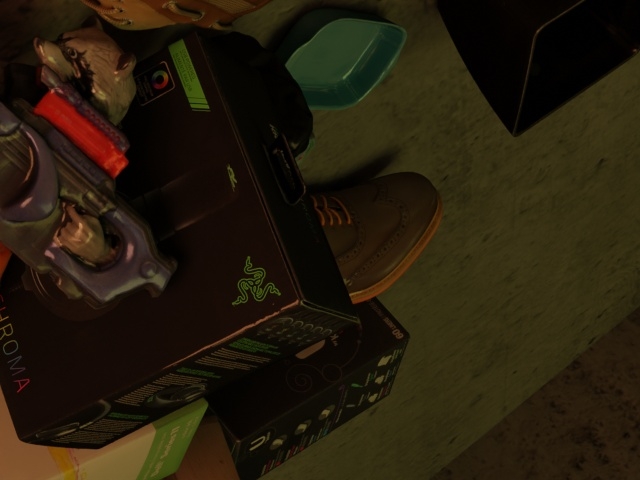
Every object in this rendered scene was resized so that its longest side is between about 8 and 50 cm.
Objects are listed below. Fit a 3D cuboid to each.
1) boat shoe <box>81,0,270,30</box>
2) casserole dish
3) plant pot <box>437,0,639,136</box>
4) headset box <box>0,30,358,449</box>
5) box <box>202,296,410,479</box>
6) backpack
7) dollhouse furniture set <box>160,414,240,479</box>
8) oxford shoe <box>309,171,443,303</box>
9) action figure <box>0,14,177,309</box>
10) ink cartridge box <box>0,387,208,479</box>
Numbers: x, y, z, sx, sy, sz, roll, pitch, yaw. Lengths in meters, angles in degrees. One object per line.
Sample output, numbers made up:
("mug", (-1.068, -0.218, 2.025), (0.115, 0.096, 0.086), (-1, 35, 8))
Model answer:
("boat shoe", (-0.128, -0.210, 1.153), (0.120, 0.122, 0.324), (-46, 158, 23))
("casserole dish", (0.012, -0.184, 1.531), (0.188, 0.037, 0.114), (-6, 138, -56))
("plant pot", (0.223, -0.255, 1.580), (0.188, 0.167, 0.187), (-35, 156, -19))
("headset box", (-0.134, 0.002, 1.252), (0.283, 0.246, 0.131), (-26, 162, 16))
("box", (-0.050, 0.159, 1.872), (0.270, 0.165, 0.143), (-30, 153, -29))
("backpack", (-0.078, -0.092, 1.417), (0.115, 0.152, 0.182), (-20, 161, -27))
("dollhouse furniture set", (-0.268, 0.378, 1.660), (0.394, 0.256, 0.362), (-11, 146, -21))
("oxford shoe", (0.000, 0.000, 1.730), (0.364, 0.130, 0.132), (-30, 148, -28))
("action figure", (-0.286, -0.062, 1.133), (0.330, 0.178, 0.341), (-36, 117, 2))
("ink cartridge box", (-0.308, 0.173, 1.422), (0.353, 0.207, 0.119), (-22, 151, -41))
